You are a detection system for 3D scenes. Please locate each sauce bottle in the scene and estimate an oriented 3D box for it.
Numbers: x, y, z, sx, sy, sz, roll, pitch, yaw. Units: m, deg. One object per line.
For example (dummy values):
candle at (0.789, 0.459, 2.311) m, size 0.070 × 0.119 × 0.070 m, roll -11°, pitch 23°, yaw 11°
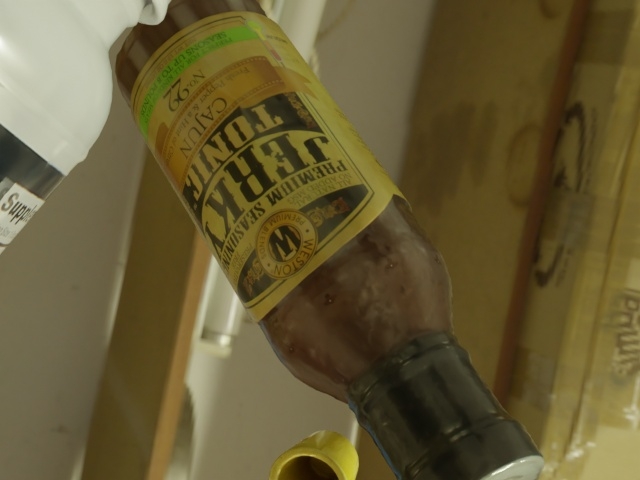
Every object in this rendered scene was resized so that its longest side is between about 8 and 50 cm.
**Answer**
sauce bottle at (0.000, 0.000, 0.646) m, size 0.344 × 0.111 × 0.111 m, roll 55°, pitch -46°, yaw 30°

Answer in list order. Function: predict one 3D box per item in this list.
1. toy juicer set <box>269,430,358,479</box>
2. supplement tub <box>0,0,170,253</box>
toy juicer set at (0.012, 0.339, 0.990) m, size 0.209 × 0.329 × 0.089 m, roll -32°, pitch -177°, yaw 22°
supplement tub at (-0.185, -0.036, 0.338) m, size 0.272 × 0.191 × 0.191 m, roll -51°, pitch -160°, yaw -5°
